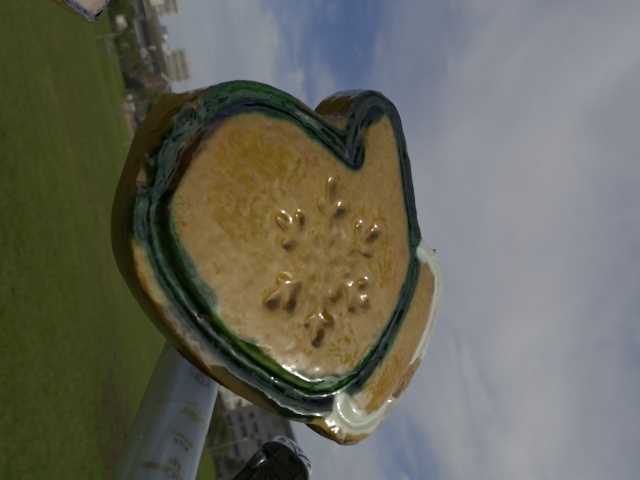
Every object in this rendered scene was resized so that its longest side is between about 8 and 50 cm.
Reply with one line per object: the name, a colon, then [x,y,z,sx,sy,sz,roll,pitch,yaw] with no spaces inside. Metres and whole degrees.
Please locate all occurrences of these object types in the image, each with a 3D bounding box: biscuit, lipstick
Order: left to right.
lipstick: [-0.115,0.135,0.538,0.264,0.059,0.059,-88,171,-67]
biscuit: [0.001,0.000,0.559,0.057,0.287,0.344,3,-34,47]

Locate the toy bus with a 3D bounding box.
toy bus: [-0.090,0.348,0.929,0.087,0.194,0.089,44,11,7]

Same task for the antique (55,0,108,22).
antique: [-0.147,-0.182,0.333,0.093,0.087,0.310,-58,-165,4]
